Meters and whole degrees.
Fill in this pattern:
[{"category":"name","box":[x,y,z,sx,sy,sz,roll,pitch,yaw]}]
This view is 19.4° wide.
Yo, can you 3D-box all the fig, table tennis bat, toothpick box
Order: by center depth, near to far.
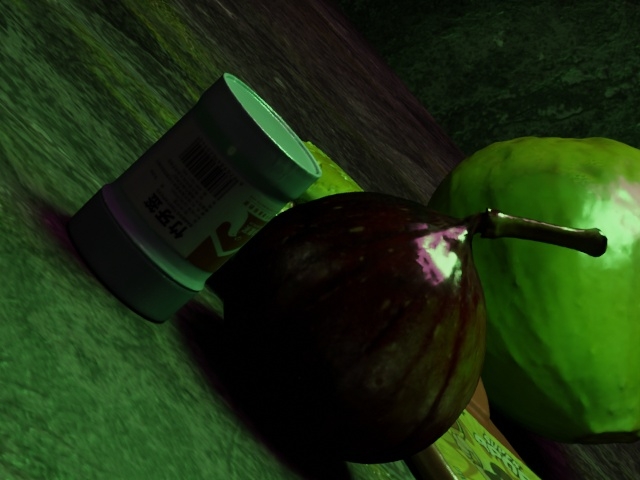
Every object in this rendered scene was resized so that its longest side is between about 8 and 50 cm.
[{"category":"toothpick box","box":[-0.087,-0.029,1.306,0.101,0.153,0.101,46,11,-11]},{"category":"fig","box":[0.049,0.036,1.357,0.204,0.249,0.186,52,29,18]},{"category":"table tennis bat","box":[0.146,0.196,1.735,0.268,0.051,0.415,44,13,-21]},{"category":"fig","box":[0.267,0.061,2.040,0.343,0.343,0.343,45,10,-11]}]

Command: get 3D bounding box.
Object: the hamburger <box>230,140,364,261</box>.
[{"category":"hamburger","box":[-0.003,-0.001,1.553,0.214,0.125,0.235,30,-20,51]}]
